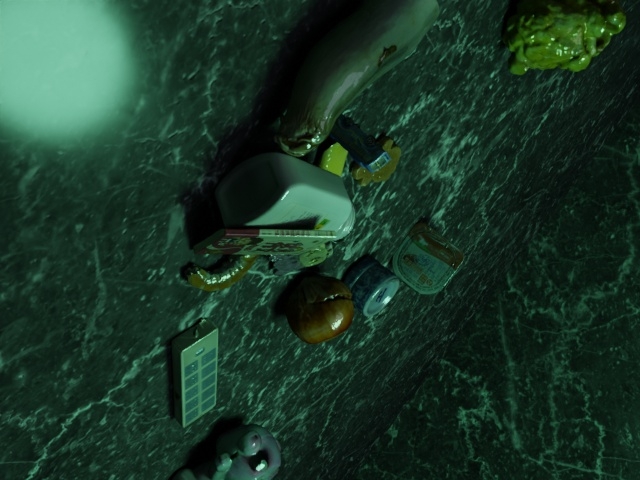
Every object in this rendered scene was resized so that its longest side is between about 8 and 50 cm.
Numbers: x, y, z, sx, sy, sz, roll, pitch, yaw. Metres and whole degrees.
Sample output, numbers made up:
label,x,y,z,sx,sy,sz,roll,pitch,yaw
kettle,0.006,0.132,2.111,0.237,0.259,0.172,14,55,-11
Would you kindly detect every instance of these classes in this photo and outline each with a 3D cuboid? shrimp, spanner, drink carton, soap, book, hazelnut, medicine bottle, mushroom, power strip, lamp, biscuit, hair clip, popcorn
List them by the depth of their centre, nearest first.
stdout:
label,x,y,z,sx,sy,sz,roll,pitch,yaw
mushroom,0.058,-0.317,1.250,0.397,0.126,0.177,-46,163,-17
book,-0.108,0.004,1.330,0.231,0.022,0.162,2,167,-31
medicine bottle,-0.048,-0.071,1.370,0.179,0.124,0.324,-31,158,24
shrimp,-0.198,0.035,1.408,0.166,0.049,0.161,3,125,-50
soap,0.022,-0.156,1.503,0.089,0.033,0.169,-22,145,-44
hair clip,-0.044,0.035,1.567,0.146,0.056,0.187,-14,173,-2
power strip,-0.292,0.312,1.617,0.106,0.043,0.367,-33,149,-33
biscuit,0.136,-0.191,1.650,0.184,0.027,0.133,-19,140,-50
spanner,0.000,0.000,1.700,0.054,0.015,0.254,-54,154,8
popcorn,0.589,-0.519,1.720,0.250,0.235,0.242,-27,166,-18
hazelnut,0.000,0.172,1.777,0.182,0.182,0.182,-38,152,-24
lamp,-0.241,0.668,1.959,0.301,0.247,0.247,-40,151,-5
drink carton,0.343,0.064,2.181,0.191,0.185,0.189,-57,165,10

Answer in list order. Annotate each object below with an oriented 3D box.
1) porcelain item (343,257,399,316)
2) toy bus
label,x,y,z,sx,sy,sz,roll,pitch,yaw
porcelain item,0.139,0.130,1.982,0.147,0.114,0.147,-35,150,-24
toy bus,0.072,-0.199,1.393,0.061,0.153,0.051,-46,154,5
